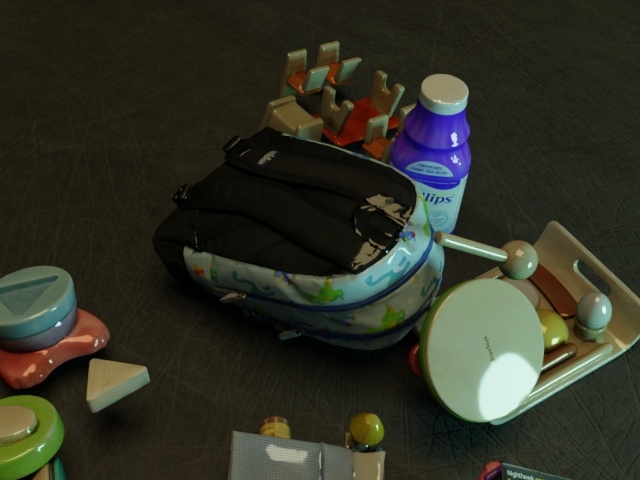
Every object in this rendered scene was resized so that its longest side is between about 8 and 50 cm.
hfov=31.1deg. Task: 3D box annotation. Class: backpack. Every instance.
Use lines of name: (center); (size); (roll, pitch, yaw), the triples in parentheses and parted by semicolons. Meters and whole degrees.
backpack: (0.000, 0.000, 1.579); (0.355, 0.273, 0.290); (1, 40, 46)

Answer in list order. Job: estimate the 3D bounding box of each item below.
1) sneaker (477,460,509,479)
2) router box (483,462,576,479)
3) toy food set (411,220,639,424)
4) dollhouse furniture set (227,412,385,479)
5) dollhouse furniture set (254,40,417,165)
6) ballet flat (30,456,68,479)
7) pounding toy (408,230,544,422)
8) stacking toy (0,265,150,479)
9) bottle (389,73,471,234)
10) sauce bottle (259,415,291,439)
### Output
sneaker: (0.144, 0.372, 1.340); (0.136, 0.116, 0.314); (18, 48, 13)
router box: (0.272, 0.336, 1.299); (0.179, 0.046, 0.133); (17, 51, -20)
toy food set: (0.282, 0.103, 1.616); (0.306, 0.092, 0.220); (-24, 54, -25)
dollhouse furniture set: (-0.052, 0.295, 1.290); (0.286, 0.198, 0.303); (12, 51, -9)
dollhouse furniture set: (0.019, -0.180, 1.859); (0.259, 0.135, 0.262); (-22, 52, -38)
ballet flat: (-0.315, 0.384, 1.295); (0.106, 0.107, 0.316); (-16, 49, -10)
pounding toy: (0.187, 0.112, 1.495); (0.183, 0.110, 0.237); (7, 86, -28)
stacking toy: (-0.395, 0.146, 1.432); (0.279, 0.130, 0.309); (20, 44, 40)
bottle: (0.159, -0.113, 1.677); (0.118, 0.283, 0.092); (9, 47, 1)
sauce bottle: (-0.053, 0.284, 1.451); (0.042, 0.042, 0.128); (-3, 46, -8)
